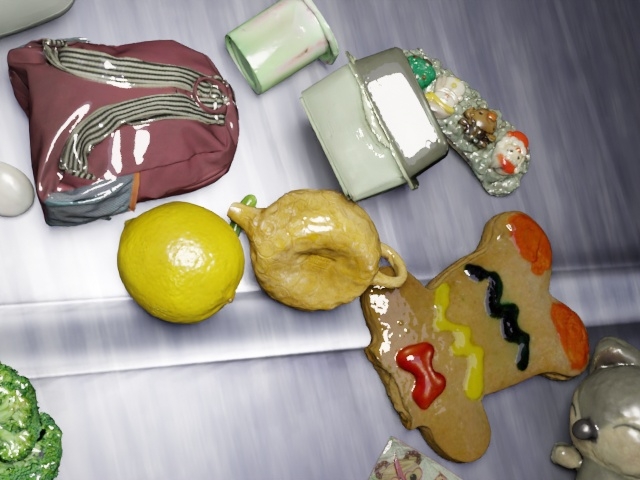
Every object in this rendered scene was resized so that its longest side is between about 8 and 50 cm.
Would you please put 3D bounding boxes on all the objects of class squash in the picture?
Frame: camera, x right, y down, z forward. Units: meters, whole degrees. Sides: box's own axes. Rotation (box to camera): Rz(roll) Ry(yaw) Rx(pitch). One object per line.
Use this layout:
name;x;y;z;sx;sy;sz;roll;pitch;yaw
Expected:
squash;-0.132;-0.037;1.195;0.027;0.027;0.089;30;80;-11

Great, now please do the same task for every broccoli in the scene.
broccoli;-0.496;0.277;0.942;0.307;0.275;0.308;-1;88;15

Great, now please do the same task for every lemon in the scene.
lemon;-0.210;0.029;1.089;0.203;0.178;0.178;37;75;3

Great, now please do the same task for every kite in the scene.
kite;0.153;0.453;1.231;0.229;0.012;0.250;-11;88;-16

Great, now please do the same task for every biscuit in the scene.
biscuit;0.280;0.169;1.266;0.394;0.076;0.368;-23;90;-17

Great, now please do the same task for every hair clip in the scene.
hair clip;0.256;-0.218;1.292;0.321;0.091;0.138;37;73;-10

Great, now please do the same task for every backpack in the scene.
backpack;-0.274;-0.176;1.075;0.317;0.197;0.283;-12;74;-20

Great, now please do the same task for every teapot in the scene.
teapot;0.000;0.000;1.165;0.311;0.203;0.167;15;37;-19

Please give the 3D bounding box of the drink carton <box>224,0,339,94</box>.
drink carton;-0.069;-0.320;1.192;0.142;0.146;0.144;-36;94;-8

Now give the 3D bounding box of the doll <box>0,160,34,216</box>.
doll;-0.599;-0.173;0.956;0.365;0.376;0.187;43;80;13

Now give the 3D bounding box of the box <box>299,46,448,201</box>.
box;0.093;-0.176;1.135;0.166;0.290;0.221;-26;91;11

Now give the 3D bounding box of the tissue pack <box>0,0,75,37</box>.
tissue pack;-0.494;-0.457;1.038;0.229;0.236;0.333;-23;90;-8

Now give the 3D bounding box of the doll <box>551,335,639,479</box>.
doll;0.571;0.359;1.277;0.378;0.252;0.383;14;92;-45
